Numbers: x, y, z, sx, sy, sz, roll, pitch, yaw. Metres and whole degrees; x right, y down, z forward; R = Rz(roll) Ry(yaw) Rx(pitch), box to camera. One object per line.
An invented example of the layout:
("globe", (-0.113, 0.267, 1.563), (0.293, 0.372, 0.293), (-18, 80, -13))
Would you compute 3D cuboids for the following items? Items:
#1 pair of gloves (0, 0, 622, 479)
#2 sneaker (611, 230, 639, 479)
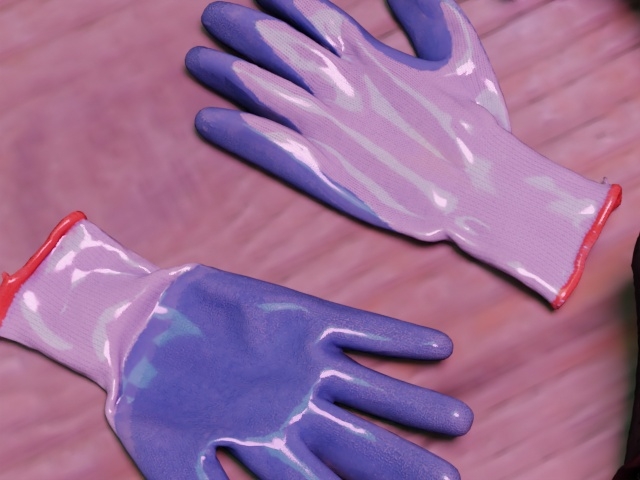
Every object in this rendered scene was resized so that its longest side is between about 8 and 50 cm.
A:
("pair of gloves", (0.000, 0.000, 0.562), (0.159, 0.023, 0.198), (31, 73, 13))
("sneaker", (0.068, 0.122, 0.470), (0.162, 0.106, 0.281), (-10, 62, 9))
